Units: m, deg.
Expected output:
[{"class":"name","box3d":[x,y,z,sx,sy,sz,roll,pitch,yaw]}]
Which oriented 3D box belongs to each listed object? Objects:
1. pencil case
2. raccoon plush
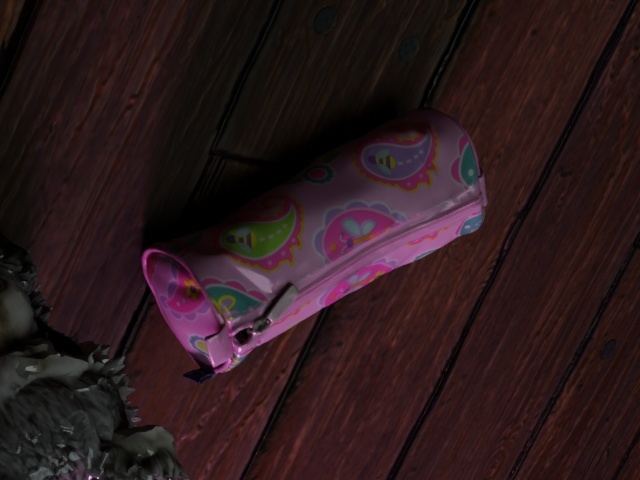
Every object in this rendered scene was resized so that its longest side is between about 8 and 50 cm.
[{"class":"pencil case","box3d":[0.000,0.000,1.210,0.284,0.124,0.124,-29,134,-25]},{"class":"raccoon plush","box3d":[-0.200,0.183,1.024,0.216,0.299,0.446,-35,137,-19]}]
